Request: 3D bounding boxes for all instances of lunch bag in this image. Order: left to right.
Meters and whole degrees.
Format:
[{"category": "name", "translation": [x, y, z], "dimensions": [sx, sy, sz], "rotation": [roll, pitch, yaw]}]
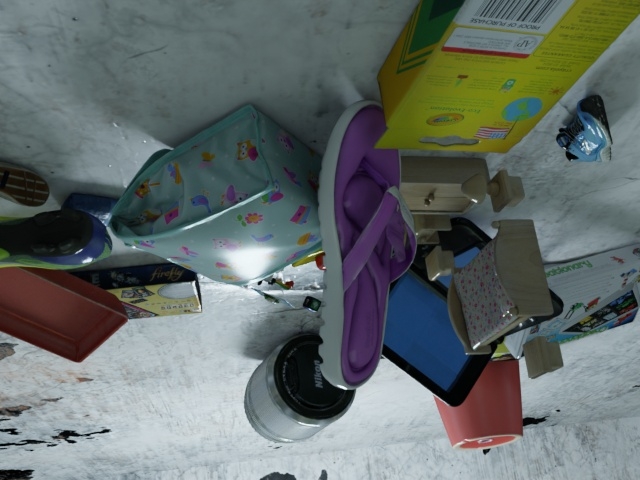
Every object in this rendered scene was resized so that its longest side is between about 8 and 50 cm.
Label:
[{"category": "lunch bag", "translation": [-0.129, -0.042, 1.143], "dimensions": [0.262, 0.160, 0.223], "rotation": [-26, 152, 23]}]

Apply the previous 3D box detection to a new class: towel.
[{"category": "towel", "translation": [-0.324, -0.041, 1.238], "dimensions": [0.119, 0.029, 0.067], "rotation": [8, 151, -30]}]

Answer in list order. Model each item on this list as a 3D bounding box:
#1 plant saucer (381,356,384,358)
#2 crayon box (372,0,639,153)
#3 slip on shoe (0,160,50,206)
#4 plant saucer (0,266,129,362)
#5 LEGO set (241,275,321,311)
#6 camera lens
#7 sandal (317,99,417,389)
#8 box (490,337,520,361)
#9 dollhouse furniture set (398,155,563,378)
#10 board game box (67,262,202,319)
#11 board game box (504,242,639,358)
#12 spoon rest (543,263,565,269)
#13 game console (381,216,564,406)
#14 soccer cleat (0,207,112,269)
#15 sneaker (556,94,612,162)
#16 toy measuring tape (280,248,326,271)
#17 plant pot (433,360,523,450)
[{"category": "plant saucer", "translation": [0.171, 0.246, 2.020], "dimensions": [0.198, 0.036, 0.199], "rotation": [-7, 155, -3]}, {"category": "crayon box", "translation": [0.196, -0.214, 0.949], "dimensions": [0.202, 0.081, 0.318], "rotation": [1, 154, -19]}, {"category": "slip on shoe", "translation": [-0.426, -0.081, 1.109], "dimensions": [0.041, 0.052, 0.135], "rotation": [25, -175, 33]}, {"category": "plant saucer", "translation": [-0.484, 0.106, 1.416], "dimensions": [0.259, 0.048, 0.258], "rotation": [28, 142, -22]}, {"category": "LEGO set", "translation": [-0.116, 0.053, 1.407], "dimensions": [0.244, 0.060, 0.182], "rotation": [19, 167, 26]}, {"category": "camera lens", "translation": [-0.054, 0.359, 1.975], "dimensions": [0.219, 0.220, 0.274], "rotation": [3, 154, -22]}, {"category": "sandal", "translation": [0.080, 0.016, 1.125], "dimensions": [0.102, 0.417, 0.169], "rotation": [16, -153, 33]}, {"category": "box", "translation": [0.429, 0.280, 2.148], "dimensions": [0.232, 0.058, 0.087], "rotation": [0, 155, -15]}, {"category": "dollhouse furniture set", "translation": [0.174, 0.063, 1.225], "dimensions": [0.173, 0.356, 0.303], "rotation": [0, 155, -16]}, {"category": "board game box", "translation": [-0.347, 0.099, 1.526], "dimensions": [0.243, 0.042, 0.165], "rotation": [-5, 155, -6]}, {"category": "board game box", "translation": [0.527, 0.120, 1.661], "dimensions": [0.305, 0.053, 0.193], "rotation": [-13, 133, -20]}, {"category": "spoon rest", "translation": [0.526, 0.084, 1.741], "dimensions": [0.276, 0.084, 0.137], "rotation": [-12, 161, -26]}, {"category": "game console", "translation": [0.253, 0.138, 1.502], "dimensions": [0.293, 0.173, 0.250], "rotation": [37, 138, -20]}, {"category": "soccer cleat", "translation": [-0.442, 0.009, 1.198], "dimensions": [0.288, 0.094, 0.121], "rotation": [-2, 160, 14]}, {"category": "sneaker", "translation": [0.374, -0.148, 1.175], "dimensions": [0.073, 0.064, 0.162], "rotation": [-11, 156, 15]}, {"category": "toy measuring tape", "translation": [0.000, 0.000, 1.346], "dimensions": [0.121, 0.122, 0.330], "rotation": [-1, 168, -16]}, {"category": "plant pot", "translation": [0.437, 0.440, 2.279], "dimensions": [0.274, 0.243, 0.275], "rotation": [-6, 156, -3]}]
